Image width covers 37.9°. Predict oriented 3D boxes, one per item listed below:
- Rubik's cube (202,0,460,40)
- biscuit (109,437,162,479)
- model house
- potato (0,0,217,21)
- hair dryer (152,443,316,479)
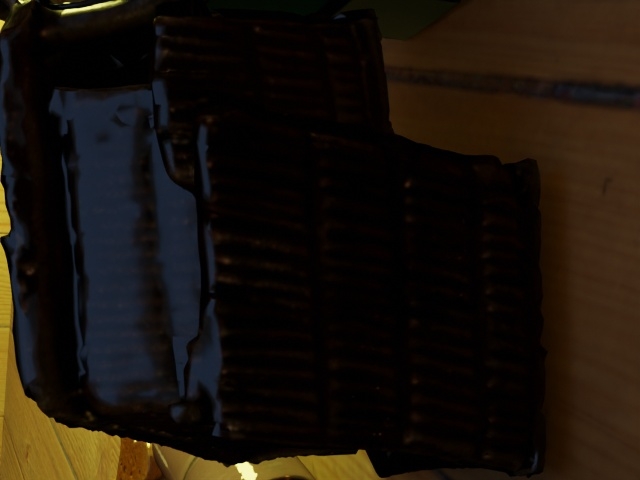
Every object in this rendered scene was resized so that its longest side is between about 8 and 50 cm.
[{"bbox_3d":[0.020,-0.242,0.577,0.180,0.167,0.183,165,107,-64],"label":"Rubik's cube"},{"bbox_3d":[-0.248,0.355,1.231,0.165,0.036,0.250,35,116,61],"label":"biscuit"},{"bbox_3d":[0.000,0.000,0.577,0.282,0.297,0.317,-7,82,25],"label":"model house"},{"bbox_3d":[-0.131,-0.344,0.761,0.296,0.289,0.397,133,136,-53],"label":"potato"},{"bbox_3d":[-0.082,0.316,0.837,0.189,0.106,0.344,34,124,57],"label":"hair dryer"}]
